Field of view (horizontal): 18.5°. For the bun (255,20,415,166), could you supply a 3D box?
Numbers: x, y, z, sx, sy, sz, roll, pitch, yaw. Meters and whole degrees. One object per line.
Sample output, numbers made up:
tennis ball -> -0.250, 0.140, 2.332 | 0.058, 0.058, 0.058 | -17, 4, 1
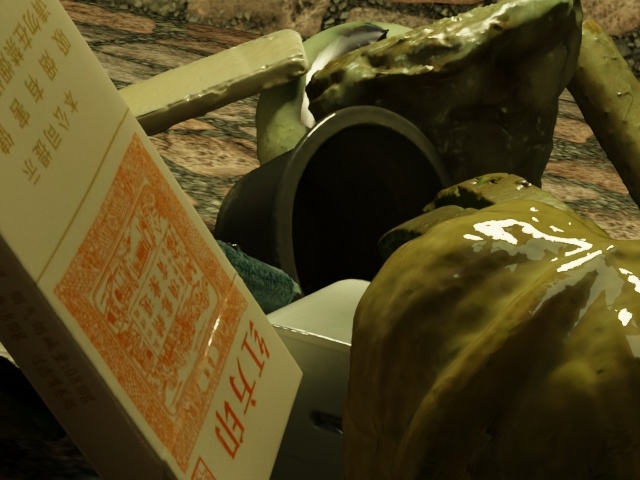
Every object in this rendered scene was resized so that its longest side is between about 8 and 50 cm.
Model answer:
bun -> 0.050, -0.086, 2.134 | 0.293, 0.293, 0.187 | 4, -22, -27

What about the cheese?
cheese -> -0.203, -0.132, 2.050 | 0.400, 0.034, 0.085 | -20, 31, 6

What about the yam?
yam -> 0.349, -0.055, 1.999 | 0.083, 0.371, 0.083 | -29, -2, -1

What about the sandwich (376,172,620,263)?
sandwich -> 0.147, 0.047, 1.640 | 0.109, 0.212, 0.292 | -20, 34, -17

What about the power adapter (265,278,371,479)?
power adapter -> 0.052, 0.112, 1.482 | 0.187, 0.124, 0.255 | 16, 13, 18

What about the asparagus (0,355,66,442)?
asparagus -> -0.349, 0.065, 1.361 | 0.382, 0.108, 0.128 | 27, 26, 23

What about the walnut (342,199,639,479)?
walnut -> 0.149, 0.124, 1.193 | 0.253, 0.277, 0.282 | 0, 30, -17

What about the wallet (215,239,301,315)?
wallet -> -0.188, 0.011, 1.386 | 0.191, 0.046, 0.379 | -14, -21, 26

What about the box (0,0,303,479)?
box -> -0.135, 0.016, 1.200 | 0.051, 0.365, 0.204 | -20, 27, 23

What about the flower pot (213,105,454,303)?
flower pot -> 0.000, 0.000, 1.768 | 0.235, 0.235, 0.148 | -2, 0, -44

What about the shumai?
shumai -> 0.149, -0.088, 1.915 | 0.304, 0.263, 0.309 | -13, 6, 40
